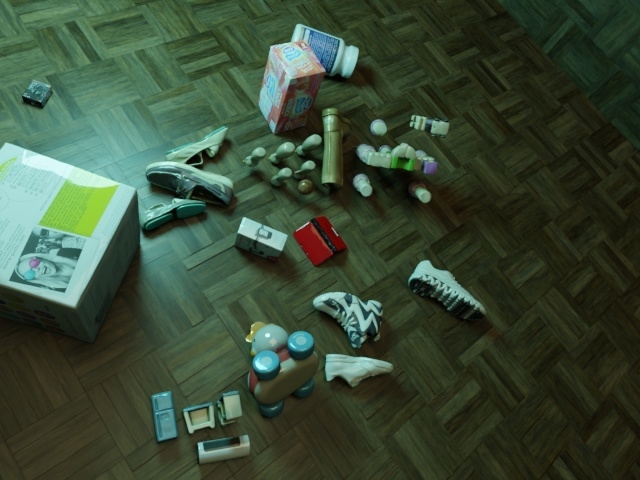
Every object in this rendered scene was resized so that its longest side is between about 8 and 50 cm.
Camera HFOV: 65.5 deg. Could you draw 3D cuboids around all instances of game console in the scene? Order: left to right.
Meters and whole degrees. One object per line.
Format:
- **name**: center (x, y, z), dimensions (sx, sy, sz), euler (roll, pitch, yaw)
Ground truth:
- **game console**: center (0.000, 0.000, 1.709), dimensions (0.144, 0.085, 0.124), euler (55, 30, 11)

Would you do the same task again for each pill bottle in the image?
- **pill bottle**: center (0.010, -0.755, 2.005), dimensions (0.264, 0.153, 0.153), euler (15, 61, -11)

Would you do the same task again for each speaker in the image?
- **speaker**: center (-0.257, 0.555, 1.321), dimensions (0.136, 0.055, 0.055), euler (-2, 65, -19)

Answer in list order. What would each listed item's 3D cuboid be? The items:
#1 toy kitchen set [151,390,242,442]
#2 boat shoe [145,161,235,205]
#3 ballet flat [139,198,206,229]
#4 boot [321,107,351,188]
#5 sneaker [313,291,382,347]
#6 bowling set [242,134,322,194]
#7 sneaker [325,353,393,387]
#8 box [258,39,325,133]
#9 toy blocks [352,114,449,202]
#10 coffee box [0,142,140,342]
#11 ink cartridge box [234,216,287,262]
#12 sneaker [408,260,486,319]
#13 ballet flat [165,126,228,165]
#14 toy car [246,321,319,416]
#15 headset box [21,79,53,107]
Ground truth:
- **toy kitchen set**: center (-0.325, 0.431, 1.293), dimensions (0.207, 0.166, 0.122), euler (-8, 68, -22)
- **boat shoe**: center (-0.420, -0.176, 1.603), dimensions (0.285, 0.103, 0.092), euler (13, 56, -19)
- **ballet flat**: center (-0.468, -0.098, 1.565), dimensions (0.213, 0.072, 0.068), euler (-23, 66, -27)
- **boot**: center (0.054, -0.320, 1.829), dimensions (0.089, 0.236, 0.270), euler (-3, 84, 22)
- **sneaker**: center (0.089, 0.258, 1.563), dimensions (0.234, 0.094, 0.153), euler (17, 51, -22)
- **bowling set**: center (-0.113, -0.240, 1.736), dimensions (0.286, 0.154, 0.200), euler (-15, 89, -26)
- **sneaker**: center (0.117, 0.404, 1.522), dimensions (0.212, 0.080, 0.094), euler (7, 74, -8)
- **box**: center (-0.111, -0.539, 1.771), dimensions (0.142, 0.300, 0.154), euler (-21, 72, -25)
- **toy blocks**: center (0.276, -0.322, 1.831), dimensions (0.288, 0.309, 0.260), euler (6, 21, -8)
- **coffee box**: center (-0.690, 0.022, 1.272), dimensions (0.334, 0.338, 0.338), euler (19, 60, -9)
- **ink cartridge box**: center (-0.193, -0.001, 1.586), dimensions (0.150, 0.109, 0.063), euler (23, 63, -7)
- **sneaker**: center (0.452, 0.172, 1.731), dimensions (0.292, 0.110, 0.118), euler (32, 50, -2)
- **ballet flat**: center (-0.406, -0.306, 1.693), dimensions (0.248, 0.086, 0.086), euler (-33, 78, -28)
- **toy car**: center (-0.145, 0.328, 1.421), dimensions (0.210, 0.219, 0.238), euler (-26, 46, -27)
- **headset box**: center (-0.920, -0.481, 1.621), dimensions (0.062, 0.032, 0.083), euler (19, 62, -9)
